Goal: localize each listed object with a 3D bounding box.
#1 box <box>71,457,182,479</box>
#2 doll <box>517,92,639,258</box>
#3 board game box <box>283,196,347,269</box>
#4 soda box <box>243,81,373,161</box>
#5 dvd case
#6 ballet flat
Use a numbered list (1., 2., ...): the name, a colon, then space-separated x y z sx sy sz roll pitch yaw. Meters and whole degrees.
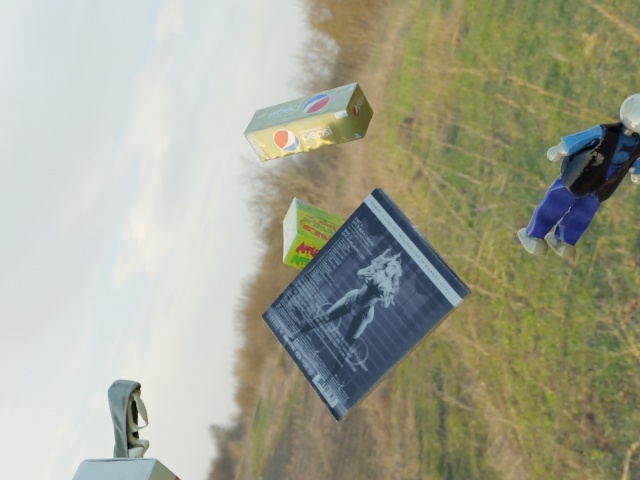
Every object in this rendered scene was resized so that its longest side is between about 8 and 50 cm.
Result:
1. box: -0.176 0.358 0.868 0.232 0.126 0.149 52 -138 -32
2. doll: 0.274 -0.066 0.800 0.046 0.129 0.189 -110 34 -45
3. board game box: 0.000 0.000 1.075 0.181 0.092 0.043 -99 34 -73
4. soda box: -0.019 -0.170 1.172 0.058 0.181 0.061 57 -141 -34
5. dvd case: 0.045 0.074 0.924 0.221 0.164 0.018 -49 -26 21
6. ballet flat: -0.353 0.364 1.504 0.072 0.068 0.213 -38 -55 -77
